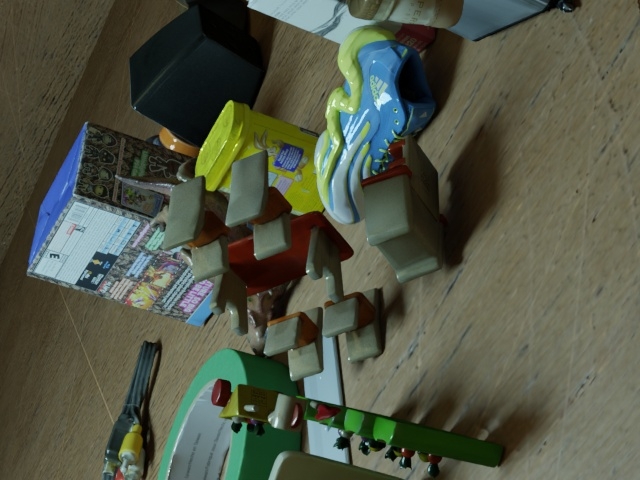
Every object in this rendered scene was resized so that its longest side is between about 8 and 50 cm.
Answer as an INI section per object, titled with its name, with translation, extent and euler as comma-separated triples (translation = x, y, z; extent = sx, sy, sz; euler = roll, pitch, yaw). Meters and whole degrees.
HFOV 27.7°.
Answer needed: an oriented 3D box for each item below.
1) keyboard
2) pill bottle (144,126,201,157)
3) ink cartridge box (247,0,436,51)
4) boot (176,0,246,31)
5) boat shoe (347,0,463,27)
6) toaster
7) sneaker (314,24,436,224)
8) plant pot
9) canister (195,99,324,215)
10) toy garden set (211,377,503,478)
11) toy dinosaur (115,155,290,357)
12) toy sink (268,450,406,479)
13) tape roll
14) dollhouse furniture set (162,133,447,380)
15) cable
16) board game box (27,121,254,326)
[keyboard]
translation = 0.008, 0.211, 1.489
extent = 0.072, 0.014, 0.256
euler = -51, 29, 33
[pill bottle]
translation = -0.279, -0.096, 2.286
extent = 0.246, 0.130, 0.130
euler = -61, 24, 30
[ink cartridge box]
translation = 0.034, -0.326, 1.557
extent = 0.092, 0.218, 0.159
euler = -32, 45, 60
[boot]
translation = -0.200, -0.394, 2.420
extent = 0.305, 0.112, 0.115
euler = -123, 24, -59
[boat shoe]
translation = 0.095, -0.358, 1.275
extent = 0.121, 0.110, 0.341
euler = 127, 150, -66
[toaster]
translation = 0.182, -0.307, 1.322
extent = 0.185, 0.110, 0.168
euler = -10, 65, 67
[sneaker]
translation = 0.065, -0.124, 1.501
extent = 0.126, 0.091, 0.240
euler = 23, 115, 48
[plant pot]
translation = -0.196, -0.281, 2.184
extent = 0.167, 0.188, 0.187
euler = -48, 29, 22
[canister]
translation = -0.061, -0.100, 1.685
extent = 0.126, 0.170, 0.073
euler = -55, 27, 38
[toy garden set]
translation = 0.019, 0.180, 1.209
extent = 0.244, 0.203, 0.049
euler = 177, 108, -69
[toy dinosaur]
translation = -0.137, 0.001, 1.734
extent = 0.127, 0.296, 0.200
euler = -41, 25, 0
[toy sink]
translation = 0.012, 0.333, 1.182
extent = 0.234, 0.152, 0.131
euler = -71, 21, 2
[tape roll]
translation = -0.127, 0.302, 1.663
extent = 0.321, 0.077, 0.321
euler = -50, 31, 45
[dollhouse furniture set]
translation = 0.000, 0.000, 1.381
extent = 0.259, 0.262, 0.135
euler = -20, 44, 22
[cable]
translation = -0.307, 0.309, 2.182
extent = 0.139, 0.072, 0.287
euler = 105, 180, -46
[board game box]
translation = -0.261, -0.018, 1.951
extent = 0.232, 0.291, 0.141
euler = -48, 31, 47
